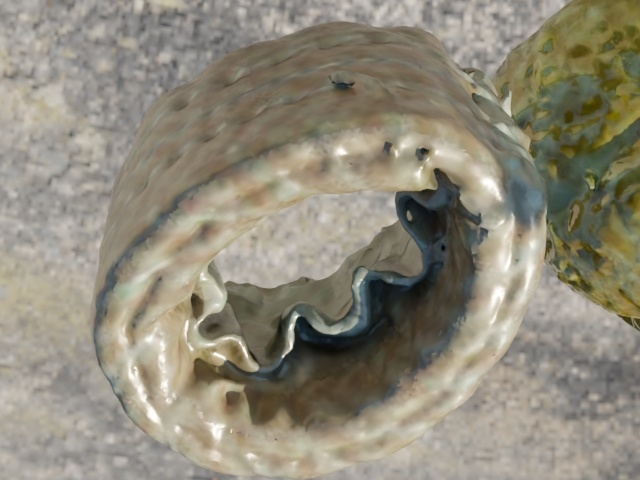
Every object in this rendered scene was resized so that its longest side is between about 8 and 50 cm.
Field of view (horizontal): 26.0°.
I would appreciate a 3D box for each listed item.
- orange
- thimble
[{"bbox_3d":[0.297,-0.041,1.013,0.369,0.210,0.271,32,113,-26],"label":"orange"},{"bbox_3d":[-0.007,0.001,0.710,0.196,0.148,0.229,27,115,-21],"label":"thimble"}]
